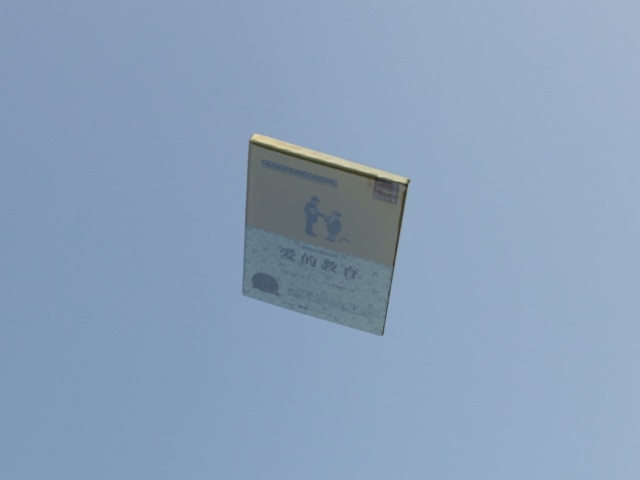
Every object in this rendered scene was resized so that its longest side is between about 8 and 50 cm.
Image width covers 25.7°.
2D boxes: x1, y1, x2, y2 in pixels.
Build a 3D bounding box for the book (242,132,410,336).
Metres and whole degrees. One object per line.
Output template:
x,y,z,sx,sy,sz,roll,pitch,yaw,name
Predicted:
0.000,0.000,1.032,0.172,0.118,0.012,95,-166,-48,book
